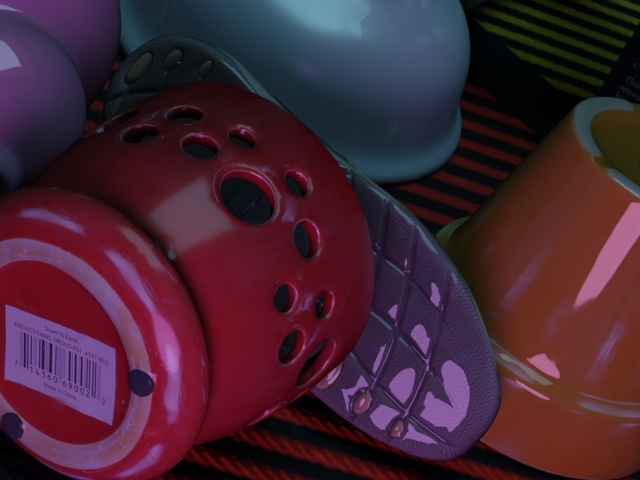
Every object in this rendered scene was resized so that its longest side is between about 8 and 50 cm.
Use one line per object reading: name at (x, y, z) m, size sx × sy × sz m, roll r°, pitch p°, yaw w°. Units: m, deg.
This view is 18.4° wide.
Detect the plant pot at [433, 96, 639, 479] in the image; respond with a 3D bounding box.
plant pot at (0.177, 0.018, 1.284) m, size 0.205 × 0.188 × 0.205 m, roll 19°, pitch 34°, yaw -13°

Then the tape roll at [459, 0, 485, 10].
tape roll at (0.229, -0.305, 1.656) m, size 0.077 × 0.321 × 0.321 m, roll 58°, pitch 33°, yaw -8°

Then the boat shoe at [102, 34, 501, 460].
boat shoe at (0.000, 0.000, 1.246) m, size 0.324 × 0.123 × 0.116 m, roll 51°, pitch 8°, yaw 12°

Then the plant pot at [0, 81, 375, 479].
plant pot at (-0.092, 0.025, 1.079) m, size 0.191 × 0.191 × 0.174 m, roll 38°, pitch 36°, yaw 16°

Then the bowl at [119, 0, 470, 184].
bowl at (-0.002, -0.185, 1.491) m, size 0.298 × 0.134 × 0.298 m, roll 19°, pitch 33°, yaw -13°

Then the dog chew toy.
dog chew toy at (-0.215, -0.151, 1.236) m, size 0.207 × 0.206 × 0.331 m, roll 13°, pitch 43°, yaw -21°

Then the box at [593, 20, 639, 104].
box at (0.413, -0.111, 1.523) m, size 0.343 × 0.312 × 0.179 m, roll 34°, pitch 34°, yaw 9°
